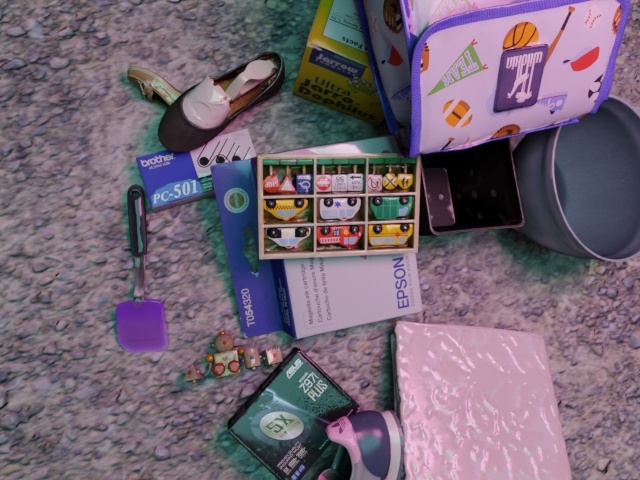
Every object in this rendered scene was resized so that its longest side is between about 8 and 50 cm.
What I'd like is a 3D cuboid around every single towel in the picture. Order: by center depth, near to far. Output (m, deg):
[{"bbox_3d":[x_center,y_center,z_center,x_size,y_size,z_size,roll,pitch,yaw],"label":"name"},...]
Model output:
[{"bbox_3d":[0.284,0.317,0.890,0.316,0.053,0.332,7,61,-8],"label":"towel"}]

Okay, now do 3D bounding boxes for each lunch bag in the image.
[{"bbox_3d":[0.236,-0.339,0.726,0.327,0.239,0.386,-13,99,-6],"label":"lunch bag"}]

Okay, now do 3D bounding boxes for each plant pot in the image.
[{"bbox_3d":[0.232,-0.098,0.922,0.187,0.167,0.188,-6,84,-18],"label":"plant pot"},{"bbox_3d":[0.464,-0.104,0.942,0.292,0.196,0.293,2,86,-25],"label":"plant pot"}]

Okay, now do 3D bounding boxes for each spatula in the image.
[{"bbox_3d":[-0.319,0.048,0.873,0.084,0.030,0.297,-4,83,-9],"label":"spatula"}]

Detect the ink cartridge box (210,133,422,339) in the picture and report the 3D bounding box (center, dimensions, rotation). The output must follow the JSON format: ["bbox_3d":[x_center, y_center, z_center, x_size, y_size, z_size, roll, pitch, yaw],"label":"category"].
[{"bbox_3d":[0.000,0.000,0.871,0.329,0.071,0.325,-12,101,-10],"label":"ink cartridge box"}]

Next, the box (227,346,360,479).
[{"bbox_3d":[-0.047,0.303,0.865,0.147,0.077,0.180,44,77,-2],"label":"box"}]

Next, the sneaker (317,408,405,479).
[{"bbox_3d":[0.052,0.436,0.828,0.130,0.112,0.319,3,95,-15],"label":"sneaker"}]

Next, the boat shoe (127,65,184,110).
[{"bbox_3d":[-0.291,-0.261,0.911,0.153,0.056,0.048,33,73,-12],"label":"boat shoe"}]

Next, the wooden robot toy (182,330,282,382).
[{"bbox_3d":[-0.157,0.194,0.867,0.173,0.076,0.079,-10,73,-12],"label":"wooden robot toy"}]

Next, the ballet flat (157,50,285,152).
[{"bbox_3d":[-0.171,-0.262,0.883,0.095,0.096,0.280,48,65,-5],"label":"ballet flat"}]

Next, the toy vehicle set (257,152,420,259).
[{"bbox_3d":[0.030,-0.059,0.813,0.266,0.035,0.166,-2,99,-9],"label":"toy vehicle set"}]

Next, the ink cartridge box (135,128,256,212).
[{"bbox_3d":[-0.218,-0.128,0.909,0.207,0.046,0.097,-18,85,-12],"label":"ink cartridge box"}]

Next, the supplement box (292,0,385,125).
[{"bbox_3d":[0.098,-0.438,0.936,0.194,0.195,0.357,19,79,-7],"label":"supplement box"}]
